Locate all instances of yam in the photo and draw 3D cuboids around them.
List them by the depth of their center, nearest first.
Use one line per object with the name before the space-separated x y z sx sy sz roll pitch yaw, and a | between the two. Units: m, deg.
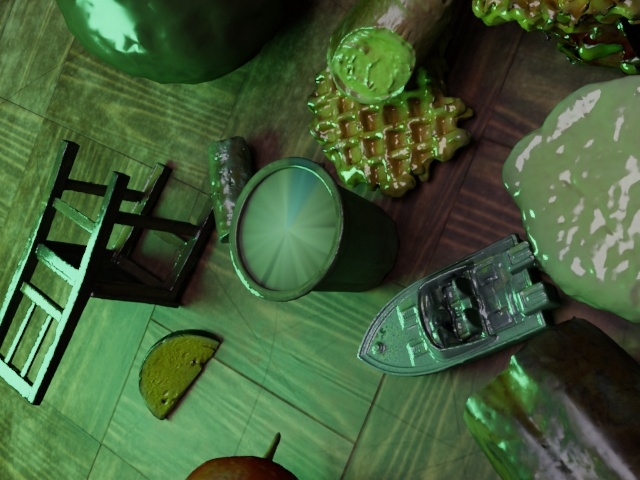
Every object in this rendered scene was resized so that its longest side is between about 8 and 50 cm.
yam | -0.149 -0.087 1.731 0.078 0.078 0.179 -20 69 31

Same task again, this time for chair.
chair | -0.381 0.067 1.776 0.203 0.240 0.416 30 101 37

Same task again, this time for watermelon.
watermelon | -0.263 0.213 1.747 0.181 0.075 0.092 -51 60 14

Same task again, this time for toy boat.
toy boat | 0.182 0.109 1.435 0.319 0.092 0.141 -29 63 29

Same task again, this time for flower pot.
flower pot | 0.000 0.000 1.522 0.212 0.202 0.212 -8 75 33

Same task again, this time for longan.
longan | -0.259 -0.470 1.704 0.436 0.404 0.404 46 107 30

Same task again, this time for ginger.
ginger | 0.112 -0.326 1.476 0.275 0.130 0.221 -26 38 59

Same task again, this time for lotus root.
lotus root | 0.340 0.277 1.193 0.250 0.250 0.346 -47 53 19

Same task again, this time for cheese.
cheese | 0.393 -0.059 1.308 0.326 0.115 0.318 11 86 39

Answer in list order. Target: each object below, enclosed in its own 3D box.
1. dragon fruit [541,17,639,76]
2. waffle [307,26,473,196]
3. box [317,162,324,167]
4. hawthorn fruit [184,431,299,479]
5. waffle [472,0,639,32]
dragon fruit | 0.379 -0.282 1.374 0.175 0.138 0.142 2 39 45
waffle | 0.110 -0.219 1.582 0.281 0.058 0.301 -41 61 23
box | -0.043 -0.098 1.662 0.084 0.063 0.060 -13 72 33
hawthorn fruit | -0.105 0.432 1.479 0.287 0.287 0.330 -10 51 34
waffle | 0.370 -0.411 1.322 0.380 0.095 0.382 -52 36 -13
